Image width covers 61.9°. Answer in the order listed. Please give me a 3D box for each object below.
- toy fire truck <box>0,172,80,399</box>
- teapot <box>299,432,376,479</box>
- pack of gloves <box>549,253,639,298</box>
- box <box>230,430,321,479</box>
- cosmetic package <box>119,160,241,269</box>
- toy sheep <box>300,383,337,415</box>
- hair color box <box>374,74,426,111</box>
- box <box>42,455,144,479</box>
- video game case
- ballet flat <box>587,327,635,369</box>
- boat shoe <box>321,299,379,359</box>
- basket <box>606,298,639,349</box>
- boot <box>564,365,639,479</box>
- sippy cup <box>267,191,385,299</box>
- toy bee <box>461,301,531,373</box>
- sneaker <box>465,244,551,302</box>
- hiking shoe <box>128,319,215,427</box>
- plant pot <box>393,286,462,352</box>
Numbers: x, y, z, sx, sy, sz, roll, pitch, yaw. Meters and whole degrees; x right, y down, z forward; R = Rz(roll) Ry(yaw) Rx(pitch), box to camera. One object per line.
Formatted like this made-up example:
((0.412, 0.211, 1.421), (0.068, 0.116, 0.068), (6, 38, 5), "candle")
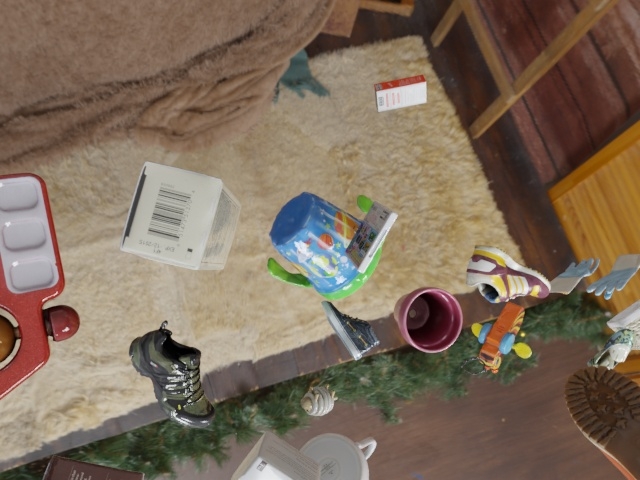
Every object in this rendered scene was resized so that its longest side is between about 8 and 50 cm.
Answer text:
((-0.457, 0.073, 0.682), (0.254, 0.169, 0.302), (-12, 86, -25), "toy fire truck")
((0.042, 0.740, 1.678), (0.256, 0.187, 0.252), (-2, 54, 11), "teapot")
((0.690, 0.100, 1.336), (0.232, 0.195, 0.046), (-26, 99, -37), "pack of gloves")
((-0.124, 0.631, 1.381), (0.182, 0.119, 0.181), (35, 105, -3), "box")
((-0.233, -0.031, 0.951), (0.129, 0.296, 0.153), (14, 85, -1), "cosmetic package")
((-0.001, 0.470, 1.566), (0.132, 0.091, 0.091), (4, 68, -33), "toy sheep")
((0.226, -0.417, 1.513), (0.141, 0.072, 0.043), (-11, 47, 1), "hair color box")
((-0.521, 0.589, 1.182), (0.203, 0.168, 0.167), (19, 58, -16), "box")
((0.107, -0.012, 1.173), (0.019, 0.157, 0.143), (28, 97, -13), "video game case")
((0.801, 0.319, 1.460), (0.070, 0.188, 0.070), (6, 43, -6), "ballet flat")
((0.079, 0.224, 1.430), (0.083, 0.065, 0.183), (-30, 69, -11), "boat shoe")
((0.939, 0.228, 1.531), (0.167, 0.113, 0.103), (-36, 75, 0), "basket")
((0.255, 0.171, 0.420), (0.059, 0.158, 0.084), (-33, 121, 6), "boot")
((0.000, 0.000, 1.369), (0.224, 0.240, 0.305), (36, 90, -31), "sippy cup")
((0.564, 0.347, 1.749), (0.298, 0.162, 0.195), (-29, 42, -10), "toy bee")
((0.323, 0.077, 0.932), (0.185, 0.069, 0.084), (27, 81, -24), "sneaker")
((-0.270, 0.266, 1.038), (0.227, 0.114, 0.086), (53, 26, -9), "hiking shoe")
((0.327, 0.243, 1.724), (0.201, 0.180, 0.201), (0, 92, -14), "plant pot")
